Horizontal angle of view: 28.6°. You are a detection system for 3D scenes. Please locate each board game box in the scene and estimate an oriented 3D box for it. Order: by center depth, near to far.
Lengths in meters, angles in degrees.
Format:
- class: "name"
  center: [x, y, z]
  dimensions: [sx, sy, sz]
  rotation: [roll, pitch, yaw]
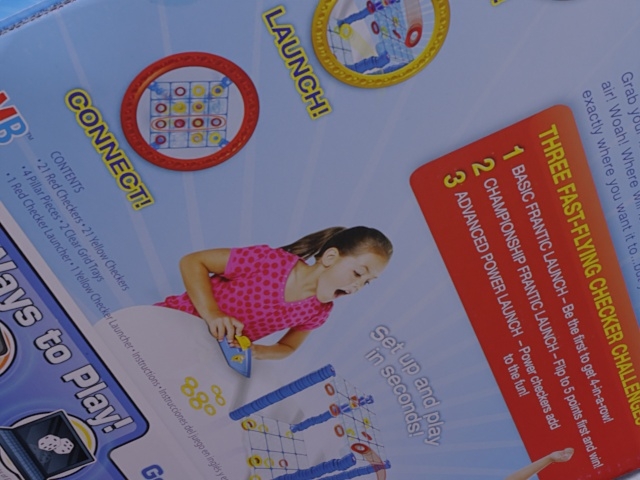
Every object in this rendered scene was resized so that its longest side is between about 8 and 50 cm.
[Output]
- class: "board game box"
  center: [0.000, 0.000, 0.471]
  dimensions: [0.302, 0.308, 0.086]
  rotation: [-24, 39, 4]
